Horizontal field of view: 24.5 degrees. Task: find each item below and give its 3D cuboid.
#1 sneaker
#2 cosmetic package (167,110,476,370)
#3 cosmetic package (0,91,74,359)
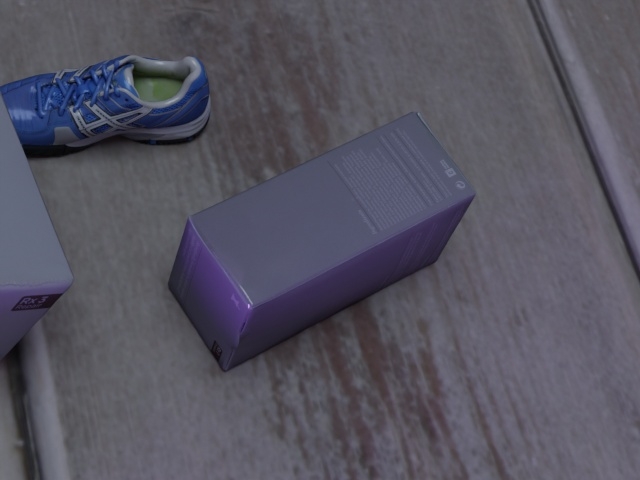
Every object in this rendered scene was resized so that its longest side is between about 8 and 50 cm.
[{"bbox_3d":[-0.197,-0.128,1.284,0.211,0.081,0.080,-9,65,-18],"label":"sneaker"},{"bbox_3d":[0.000,0.000,1.237,0.238,0.127,0.107,-23,69,-27],"label":"cosmetic package"},{"bbox_3d":[-0.367,-0.086,1.130,0.217,0.156,0.385,3,56,-46],"label":"cosmetic package"}]
